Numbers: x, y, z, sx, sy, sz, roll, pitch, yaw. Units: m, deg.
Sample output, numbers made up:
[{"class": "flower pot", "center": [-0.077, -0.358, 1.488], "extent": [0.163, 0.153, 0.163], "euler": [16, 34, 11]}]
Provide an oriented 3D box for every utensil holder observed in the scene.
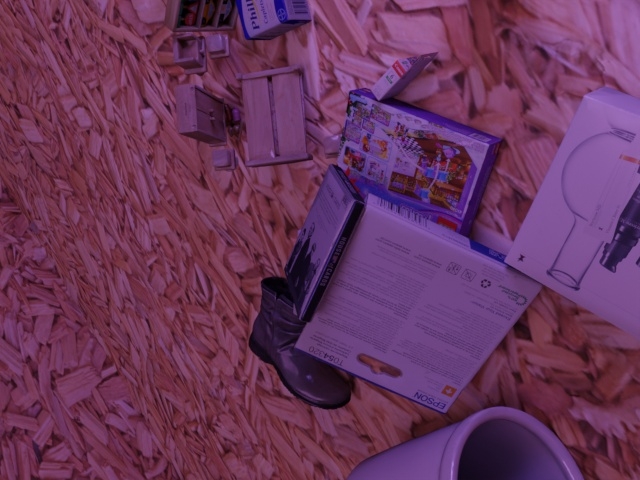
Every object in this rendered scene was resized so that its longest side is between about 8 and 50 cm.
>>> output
[{"class": "utensil holder", "center": [0.253, 0.530, 1.007], "extent": [0.327, 0.328, 0.385], "euler": [55, 137, 10]}]

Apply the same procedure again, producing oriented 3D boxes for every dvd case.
[{"class": "dvd case", "center": [0.000, 0.000, 0.952], "extent": [0.238, 0.030, 0.179], "euler": [-65, 22, 21]}]

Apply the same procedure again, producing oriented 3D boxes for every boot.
[{"class": "boot", "center": [-0.049, 0.251, 1.325], "extent": [0.338, 0.118, 0.222], "euler": [30, 122, 25]}]

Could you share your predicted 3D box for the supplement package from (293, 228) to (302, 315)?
[{"class": "supplement package", "center": [0.063, 0.081, 1.108], "extent": [0.194, 0.149, 0.203], "euler": [23, 122, 35]}]

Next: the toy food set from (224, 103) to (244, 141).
[{"class": "toy food set", "center": [-0.224, -0.300, 1.306], "extent": [0.122, 0.019, 0.078], "euler": [43, 133, 26]}]

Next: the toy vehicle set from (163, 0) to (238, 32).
[{"class": "toy vehicle set", "center": [-0.220, -0.558, 1.077], "extent": [0.035, 0.166, 0.266], "euler": [44, 133, 21]}]

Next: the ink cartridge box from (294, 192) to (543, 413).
[{"class": "ink cartridge box", "center": [0.160, 0.124, 0.953], "extent": [0.324, 0.071, 0.330], "euler": [25, 118, -3]}]

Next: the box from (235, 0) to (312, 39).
[{"class": "box", "center": [-0.101, -0.484, 1.065], "extent": [0.137, 0.072, 0.126], "euler": [-3, 105, 45]}]

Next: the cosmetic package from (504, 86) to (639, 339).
[{"class": "cosmetic package", "center": [0.482, 0.000, 0.713], "extent": [0.377, 0.097, 0.284], "euler": [34, 131, 29]}]

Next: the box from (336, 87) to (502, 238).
[{"class": "box", "center": [0.162, -0.140, 0.980], "extent": [0.293, 0.057, 0.200], "euler": [31, 127, 30]}]

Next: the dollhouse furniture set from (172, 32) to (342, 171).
[{"class": "dollhouse furniture set", "center": [-0.120, -0.311, 1.177], "extent": [0.356, 0.174, 0.303], "euler": [-4, 91, 11]}]

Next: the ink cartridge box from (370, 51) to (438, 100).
[{"class": "ink cartridge box", "center": [0.145, -0.294, 0.922], "extent": [0.029, 0.063, 0.115], "euler": [55, 136, 7]}]
